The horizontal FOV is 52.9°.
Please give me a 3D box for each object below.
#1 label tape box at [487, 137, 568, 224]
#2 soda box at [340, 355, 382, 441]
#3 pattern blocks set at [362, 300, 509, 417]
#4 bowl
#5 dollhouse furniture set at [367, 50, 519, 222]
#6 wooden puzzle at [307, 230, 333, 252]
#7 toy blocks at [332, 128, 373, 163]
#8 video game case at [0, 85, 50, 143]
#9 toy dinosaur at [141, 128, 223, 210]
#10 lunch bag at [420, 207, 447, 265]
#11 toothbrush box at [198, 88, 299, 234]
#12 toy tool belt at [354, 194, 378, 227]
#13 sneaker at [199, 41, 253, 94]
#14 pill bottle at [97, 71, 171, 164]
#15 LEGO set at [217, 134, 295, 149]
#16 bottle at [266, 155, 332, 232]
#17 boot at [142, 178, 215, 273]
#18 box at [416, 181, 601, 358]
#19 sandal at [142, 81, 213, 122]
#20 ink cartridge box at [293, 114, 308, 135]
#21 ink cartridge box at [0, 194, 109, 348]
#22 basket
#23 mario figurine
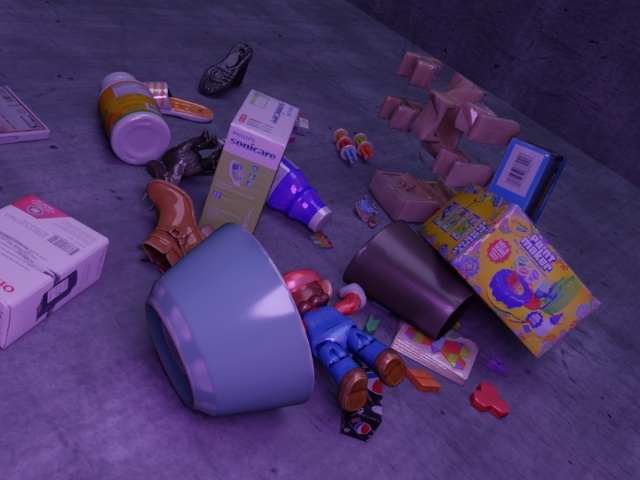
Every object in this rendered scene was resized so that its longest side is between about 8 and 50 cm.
[{"bbox_3d":[0.529,-0.133,1.690,0.106,0.240,0.334,29,17,22],"label":"label tape box"},{"bbox_3d":[0.076,0.270,1.145,0.053,0.060,0.169,22,32,-7],"label":"soda box"},{"bbox_3d":[0.247,0.222,1.365,0.325,0.026,0.285,23,32,-3],"label":"pattern blocks set"},{"bbox_3d":[-0.159,0.144,0.991,0.163,0.311,0.311,-23,53,-25],"label":"bowl"},{"bbox_3d":[0.342,-0.249,1.763,0.256,0.394,0.362,2,36,-33],"label":"dollhouse furniture set"},{"bbox_3d":[0.000,0.000,1.536,0.049,0.006,0.083,1,39,-33],"label":"wooden puzzle"},{"bbox_3d":[0.110,-0.277,1.971,0.123,0.054,0.148,9,35,-24],"label":"toy blocks"},{"bbox_3d":[-0.766,-0.268,1.383,0.204,0.025,0.285,41,35,24],"label":"video game case"},{"bbox_3d":[-0.309,-0.184,1.477,0.160,0.121,0.313,-16,19,6],"label":"toy dinosaur"},{"bbox_3d":[0.411,0.029,1.683,0.293,0.120,0.258,19,29,-14],"label":"lunch bag"},{"bbox_3d":[-0.156,-0.147,1.384,0.122,0.283,0.206,22,33,-6],"label":"toothbrush box"},{"bbox_3d":[0.127,-0.077,1.693,0.052,0.051,0.083,-2,42,-37],"label":"toy tool belt"},{"bbox_3d":[-0.298,-0.509,2.014,0.087,0.130,0.227,32,60,2],"label":"sneaker"},{"bbox_3d":[-0.456,-0.302,1.541,0.136,0.136,0.245,1,39,-33],"label":"pill bottle"},{"bbox_3d":[-0.189,-0.243,1.693,0.227,0.087,0.093,-19,49,-40],"label":"LEGO set"},{"bbox_3d":[-0.094,-0.134,1.559,0.283,0.118,0.092,41,16,14],"label":"bottle"},{"bbox_3d":[-0.306,-0.026,1.275,0.197,0.073,0.152,43,39,0],"label":"boot"},{"bbox_3d":[0.396,0.051,1.399,0.290,0.177,0.279,46,5,-14],"label":"box"},{"bbox_3d":[-0.416,-0.394,1.758,0.265,0.076,0.102,8,36,-26],"label":"sandal"},{"bbox_3d":[-0.072,-0.372,2.006,0.063,0.029,0.115,16,33,-14],"label":"ink cartridge box"},{"bbox_3d":[-0.494,0.041,1.048,0.172,0.100,0.237,29,31,6],"label":"ink cartridge box"},{"bbox_3d":[0.197,0.092,1.364,0.204,0.154,0.227,-34,63,-31],"label":"basket"},{"bbox_3d":[0.017,0.178,1.175,0.198,0.170,0.320,8,24,-39],"label":"mario figurine"}]
